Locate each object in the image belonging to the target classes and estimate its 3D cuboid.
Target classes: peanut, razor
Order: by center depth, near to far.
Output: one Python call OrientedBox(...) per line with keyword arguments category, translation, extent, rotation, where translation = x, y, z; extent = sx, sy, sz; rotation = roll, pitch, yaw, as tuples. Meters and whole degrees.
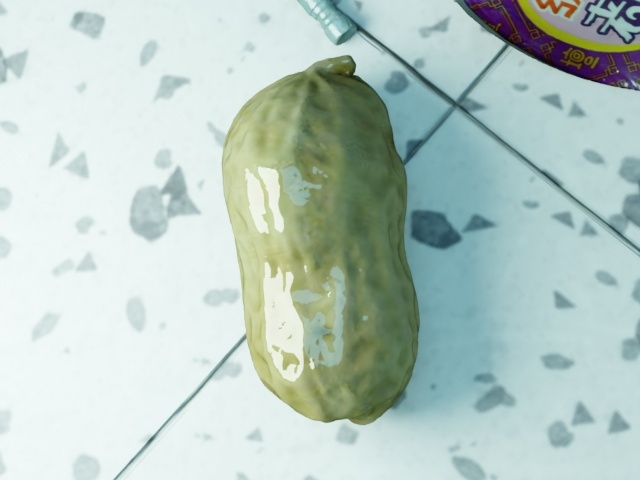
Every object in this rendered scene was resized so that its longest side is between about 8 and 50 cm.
OrientedBox(category="peanut", translation=(-0.005, -0.005, 1.002), extent=(0.143, 0.159, 0.291), rotation=(-13, 74, 31))
OrientedBox(category="razor", translation=(-0.048, -0.264, 1.122), extent=(0.106, 0.068, 0.232), rotation=(-39, 80, -3))

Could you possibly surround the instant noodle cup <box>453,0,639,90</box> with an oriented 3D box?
OrientedBox(category="instant noodle cup", translation=(0.276, -0.302, 0.973), extent=(0.339, 0.340, 0.266), rotation=(14, 68, 10))
